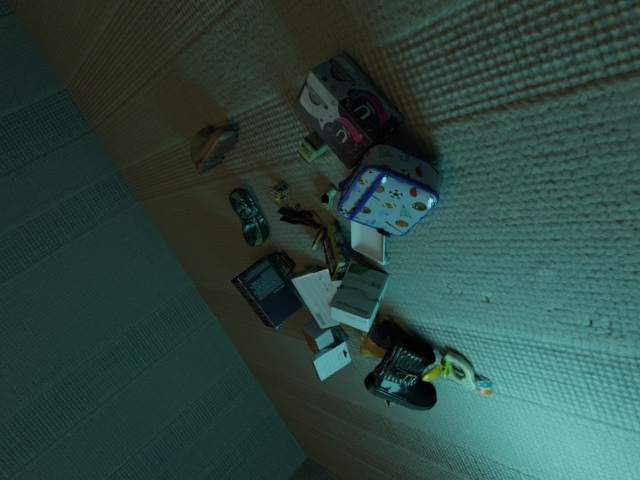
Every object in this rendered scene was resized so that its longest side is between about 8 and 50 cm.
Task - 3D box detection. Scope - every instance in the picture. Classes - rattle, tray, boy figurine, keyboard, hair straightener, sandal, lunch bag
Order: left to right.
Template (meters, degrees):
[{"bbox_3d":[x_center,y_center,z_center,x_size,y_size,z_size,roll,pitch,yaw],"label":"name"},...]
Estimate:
[{"bbox_3d":[-0.312,-0.108,2.249,0.086,0.120,0.303,-122,13,-59],"label":"sandal"},{"bbox_3d":[-0.083,-0.093,1.980,0.230,0.047,0.089,22,141,41],"label":"hair straightener"},{"bbox_3d":[0.053,0.393,2.369,0.180,0.023,0.108,56,151,-7],"label":"keyboard"},{"bbox_3d":[0.159,-0.065,1.654,0.145,0.030,0.270,26,133,37],"label":"tray"},{"bbox_3d":[0.238,0.416,2.061,0.177,0.092,0.285,29,152,1],"label":"boy figurine"},{"bbox_3d":[0.177,-0.127,1.408,0.243,0.115,0.303,20,152,-8],"label":"lunch bag"},{"bbox_3d":[0.481,0.493,1.766,0.200,0.142,0.130,47,133,20],"label":"rattle"}]

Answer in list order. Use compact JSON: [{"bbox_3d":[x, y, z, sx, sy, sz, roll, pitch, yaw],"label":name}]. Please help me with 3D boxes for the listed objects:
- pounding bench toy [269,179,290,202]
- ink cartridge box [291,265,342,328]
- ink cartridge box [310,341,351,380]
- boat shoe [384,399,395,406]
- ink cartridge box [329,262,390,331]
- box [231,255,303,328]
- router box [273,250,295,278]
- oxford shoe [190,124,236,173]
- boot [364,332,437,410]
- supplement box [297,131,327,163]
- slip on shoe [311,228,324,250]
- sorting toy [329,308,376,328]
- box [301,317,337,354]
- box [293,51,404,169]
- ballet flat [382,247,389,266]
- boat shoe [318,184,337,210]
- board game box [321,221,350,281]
[{"bbox_3d":[-0.158,-0.176,1.971,0.052,0.065,0.083,35,148,26],"label":"pounding bench toy"},{"bbox_3d":[0.038,0.234,2.176,0.238,0.060,0.275,-20,109,34],"label":"ink cartridge box"},{"bbox_3d":[0.050,0.561,2.415,0.045,0.179,0.145,35,150,50],"label":"ink cartridge box"},{"bbox_3d":[0.301,0.677,2.288,0.068,0.072,0.190,14,134,48],"label":"boat shoe"},{"bbox_3d":[0.138,0.199,1.800,0.153,0.208,0.087,19,141,16],"label":"ink cartridge box"},{"bbox_3d":[-0.258,0.250,2.440,0.294,0.182,0.296,54,164,-4],"label":"box"},{"bbox_3d":[-0.169,0.111,2.343,0.092,0.038,0.122,47,151,9],"label":"router box"},{"bbox_3d":[-0.462,-0.395,2.085,0.147,0.140,0.397,61,148,-3],"label":"oxford shoe"},{"bbox_3d":[0.364,0.505,1.939,0.260,0.347,0.131,-57,30,22],"label":"boot"},{"bbox_3d":[-0.017,-0.301,1.611,0.056,0.083,0.083,48,150,4],"label":"supplement box"},{"bbox_3d":[0.000,0.000,1.975,0.041,0.051,0.135,19,144,-5],"label":"slip on shoe"},{"bbox_3d":[0.151,0.290,2.072,0.132,0.046,0.274,50,144,-7],"label":"sorting toy"},{"bbox_3d":[-0.003,0.477,2.449,0.130,0.091,0.171,32,149,49],"label":"box"},{"bbox_3d":[0.070,-0.347,1.375,0.247,0.142,0.163,49,151,3],"label":"box"},{"bbox_3d":[0.207,0.053,1.745,0.041,0.041,0.114,21,140,42],"label":"ballet flat"},{"bbox_3d":[0.017,-0.143,1.783,0.050,0.045,0.135,44,150,14],"label":"boat shoe"},{"bbox_3d":[0.054,0.041,1.856,0.141,0.048,0.170,111,149,-57],"label":"board game box"}]
